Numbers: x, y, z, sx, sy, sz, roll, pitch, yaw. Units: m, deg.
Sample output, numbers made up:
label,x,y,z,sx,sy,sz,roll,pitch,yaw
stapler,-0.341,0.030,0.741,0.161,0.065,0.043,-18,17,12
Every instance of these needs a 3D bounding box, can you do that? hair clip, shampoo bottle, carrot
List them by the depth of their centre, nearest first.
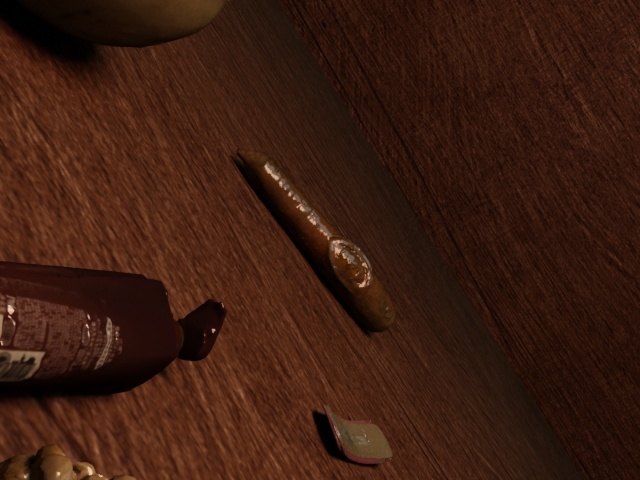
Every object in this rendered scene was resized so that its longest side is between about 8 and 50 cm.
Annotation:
label,x,y,z,sx,sy,sz,roll,pitch,yaw
shampoo bottle,-0.135,0.052,0.433,0.067,0.068,0.236,60,13,19
hair clip,0.036,0.207,0.777,0.137,0.022,0.054,37,24,-55
carrot,0.000,0.000,1.028,0.342,0.070,0.070,51,15,-20

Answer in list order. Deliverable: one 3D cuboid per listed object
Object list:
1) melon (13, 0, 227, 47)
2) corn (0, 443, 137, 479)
label,x,y,z,sx,sy,sz,roll,pitch,yaw
melon,-0.195,-0.309,0.646,0.308,0.272,0.271,39,20,-20
corn,-0.108,0.174,0.253,0.087,0.087,0.211,48,22,-33
